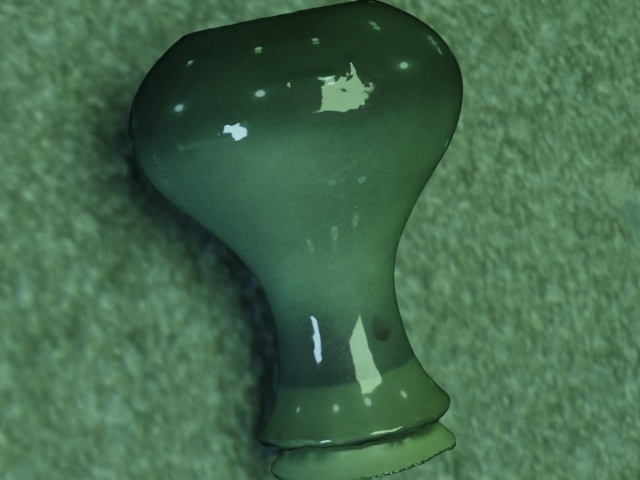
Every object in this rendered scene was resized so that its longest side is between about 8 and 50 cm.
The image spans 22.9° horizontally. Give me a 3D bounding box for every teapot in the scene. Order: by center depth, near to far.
[{"bbox_3d":[0.000,0.000,0.869,0.183,0.183,0.251,-17,100,-35],"label":"teapot"}]
